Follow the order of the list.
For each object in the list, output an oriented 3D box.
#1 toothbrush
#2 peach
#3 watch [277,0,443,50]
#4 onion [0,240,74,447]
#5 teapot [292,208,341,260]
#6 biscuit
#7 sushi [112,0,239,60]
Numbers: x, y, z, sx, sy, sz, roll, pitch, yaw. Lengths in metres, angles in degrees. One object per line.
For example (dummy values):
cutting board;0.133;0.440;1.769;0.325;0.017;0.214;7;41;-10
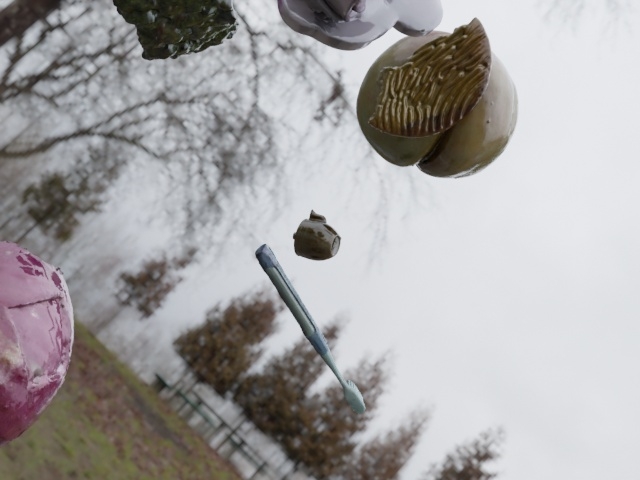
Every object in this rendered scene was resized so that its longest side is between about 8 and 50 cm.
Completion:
toothbrush;-0.006;0.088;1.049;0.219;0.016;0.019;59;16;-30
peach;0.214;-0.245;1.951;0.292;0.247;0.292;8;-47;9
watch;0.074;-0.348;1.283;0.211;0.248;0.217;48;-38;2
onion;-0.317;0.094;0.897;0.207;0.200;0.200;24;-11;-11
teapot;0.000;0.000;1.849;0.080;0.085;0.110;14;-17;24
biscuit;0.182;-0.266;1.756;0.176;0.228;0.031;24;-1;15
sushi;-0.248;-0.441;1.617;0.294;0.178;0.352;76;-8;-74
